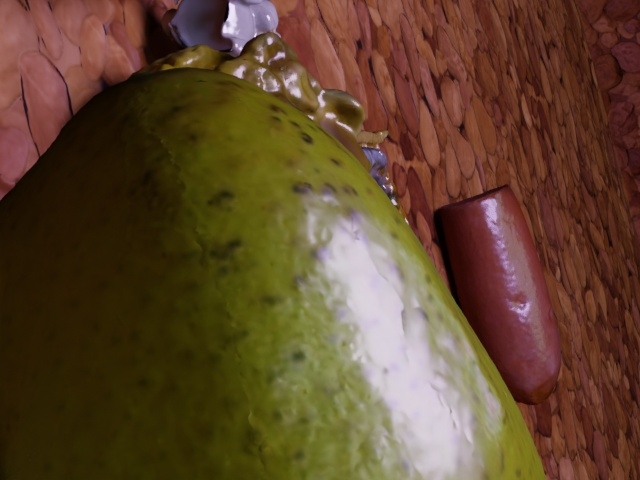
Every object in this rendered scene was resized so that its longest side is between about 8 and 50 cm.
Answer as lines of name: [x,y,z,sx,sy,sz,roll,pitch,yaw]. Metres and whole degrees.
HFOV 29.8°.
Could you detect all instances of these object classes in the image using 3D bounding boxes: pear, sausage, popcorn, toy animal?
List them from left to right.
popcorn: [-0.058,-0.041,0.798,0.197,0.155,0.198,18,68,-53]
toy animal: [-0.065,-0.150,0.914,0.124,0.085,0.071,15,64,-68]
pear: [-0.030,0.068,0.594,0.342,0.238,0.318,-87,158,-78]
sausage: [0.218,0.068,1.428,0.113,0.113,0.259,-19,94,-67]

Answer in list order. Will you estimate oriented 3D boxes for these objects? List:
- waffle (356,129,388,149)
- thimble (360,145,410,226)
waffle: [0.040,-0.051,1.175,0.191,0.032,0.125,-4,80,-65]
thimble: [-0.001,-0.001,0.946,0.151,0.118,0.127,-52,126,-62]
